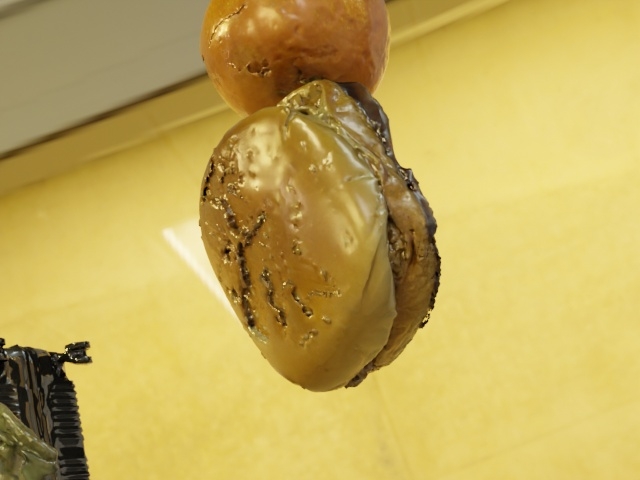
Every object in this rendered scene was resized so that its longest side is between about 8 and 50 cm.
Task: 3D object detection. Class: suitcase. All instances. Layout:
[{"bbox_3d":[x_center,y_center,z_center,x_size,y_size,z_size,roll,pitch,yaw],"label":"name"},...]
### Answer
[{"bbox_3d":[-0.388,0.251,1.529,0.335,0.230,0.152,-20,-17,32],"label":"suitcase"}]

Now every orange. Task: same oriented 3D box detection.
[{"bbox_3d":[-0.032,-0.259,1.879,0.246,0.246,0.246,-18,-20,-7],"label":"orange"}]

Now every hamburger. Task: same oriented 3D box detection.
[{"bbox_3d":[-0.002,-0.007,1.575,0.174,0.304,0.284,-16,-28,-35],"label":"hamburger"}]

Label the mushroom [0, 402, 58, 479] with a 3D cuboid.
[{"bbox_3d":[-0.287,0.216,1.096,0.247,0.344,0.130,-49,-1,38],"label":"mushroom"}]
